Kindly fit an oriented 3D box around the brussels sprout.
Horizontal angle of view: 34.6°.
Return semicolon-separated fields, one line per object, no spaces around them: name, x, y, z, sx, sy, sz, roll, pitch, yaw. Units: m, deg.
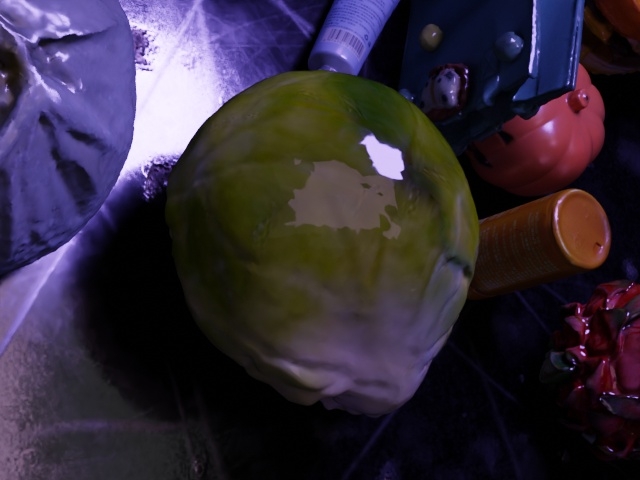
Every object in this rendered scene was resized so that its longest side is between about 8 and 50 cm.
brussels sprout;0.000;0.000;1.013;0.344;0.268;0.344;-4;100;-25

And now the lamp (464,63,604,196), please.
lamp;0.269;-0.152;1.284;0.188;0.164;0.187;12;68;-33

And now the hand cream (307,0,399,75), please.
hand cream;0.051;-0.277;1.238;0.091;0.058;0.271;28;59;-6

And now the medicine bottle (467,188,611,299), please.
medicine bottle;0.238;0.008;1.200;0.096;0.192;0.096;9;72;-31

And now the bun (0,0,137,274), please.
bun;-0.312;-0.127;0.831;0.362;0.211;0.361;0;90;-36

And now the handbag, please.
handbag;0.181;-0.246;1.185;0.100;0.269;0.274;26;65;-25

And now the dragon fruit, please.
dragon fruit;0.417;0.163;1.249;0.293;0.233;0.233;9;67;8

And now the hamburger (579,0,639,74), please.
hamburger;0.425;-0.363;1.411;0.291;0.225;0.290;5;81;-29
